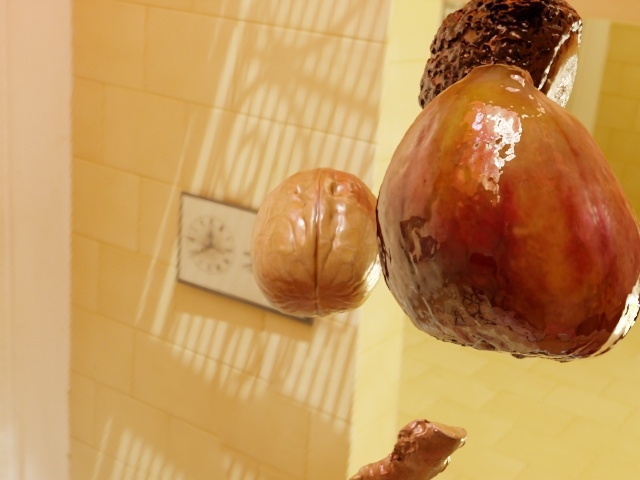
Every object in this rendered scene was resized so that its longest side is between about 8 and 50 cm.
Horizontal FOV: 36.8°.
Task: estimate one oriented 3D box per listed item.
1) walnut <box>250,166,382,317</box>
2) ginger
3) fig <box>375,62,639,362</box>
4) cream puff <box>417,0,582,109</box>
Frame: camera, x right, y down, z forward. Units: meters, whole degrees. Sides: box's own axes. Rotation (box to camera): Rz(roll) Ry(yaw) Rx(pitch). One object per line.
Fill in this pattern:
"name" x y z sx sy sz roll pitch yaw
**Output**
"walnut" 0.000 0.000 1.153 0.165 0.165 0.197 72 -157 -43
"ginger" 0.154 0.383 1.649 0.137 0.074 0.213 29 -65 -30
"fig" 0.156 -0.008 0.827 0.224 0.224 0.263 -43 -74 -40
"cream puff" 0.211 -0.193 1.153 0.239 0.165 0.239 -55 -21 -34
